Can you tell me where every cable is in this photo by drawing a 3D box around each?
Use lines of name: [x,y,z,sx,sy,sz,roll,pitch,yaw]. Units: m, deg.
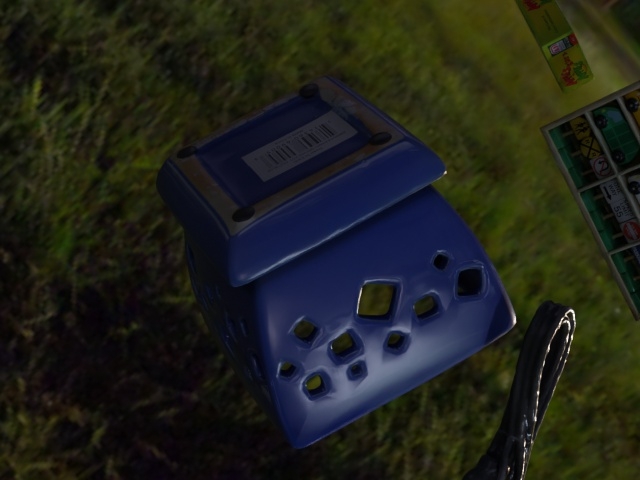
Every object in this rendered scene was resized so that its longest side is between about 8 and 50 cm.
cable: [0.174,0.200,1.026,0.072,0.287,0.139,25,-6,37]

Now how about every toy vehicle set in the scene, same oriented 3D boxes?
toy vehicle set: [0.389,-0.049,1.399,0.035,0.166,0.267,-28,91,-46]

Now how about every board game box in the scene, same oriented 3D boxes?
board game box: [0.279,-0.278,1.487,0.092,0.043,0.181,49,18,-46]

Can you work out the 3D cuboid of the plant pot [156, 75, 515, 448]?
plant pot: [0.000,0.000,1.051,0.236,0.236,0.212,47,-18,55]
